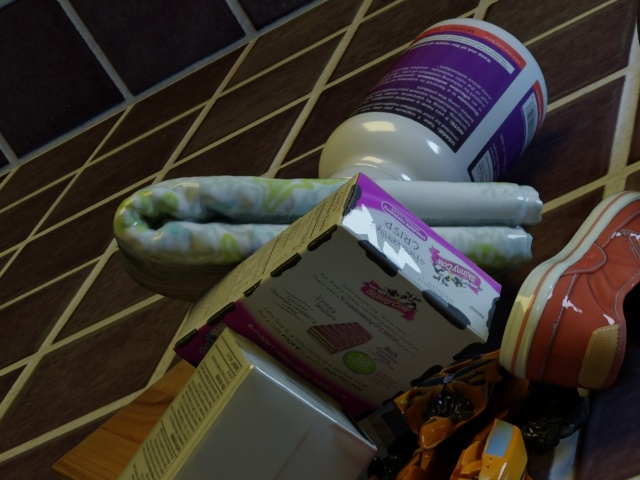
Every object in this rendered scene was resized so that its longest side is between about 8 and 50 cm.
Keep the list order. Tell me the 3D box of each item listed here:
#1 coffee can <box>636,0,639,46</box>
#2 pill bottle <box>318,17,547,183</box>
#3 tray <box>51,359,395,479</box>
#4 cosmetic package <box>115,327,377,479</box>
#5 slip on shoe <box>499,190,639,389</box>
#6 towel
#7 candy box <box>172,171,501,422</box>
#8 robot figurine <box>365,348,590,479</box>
[{"bbox_3d":[0.425,-0.186,1.743,0.201,0.201,0.275,-32,17,3],"label":"coffee can"},{"bbox_3d":[0.116,-0.102,2.106,0.181,0.181,0.323,-18,22,41],"label":"pill bottle"},{"bbox_3d":[-0.105,0.210,1.831,0.203,0.076,0.411,-39,17,-19],"label":"tray"},{"bbox_3d":[-0.101,0.233,1.493,0.296,0.129,0.153,-53,15,2],"label":"cosmetic package"},{"bbox_3d":[0.246,0.045,1.579,0.101,0.123,0.331,20,22,18],"label":"slip on shoe"},{"bbox_3d":[0.000,0.000,1.750,0.374,0.090,0.320,1,-10,-4],"label":"towel"},{"bbox_3d":[0.011,0.064,1.560,0.233,0.159,0.071,-35,23,41],"label":"candy box"},{"bbox_3d":[0.100,0.184,1.505,0.211,0.085,0.291,-22,20,30],"label":"robot figurine"}]
